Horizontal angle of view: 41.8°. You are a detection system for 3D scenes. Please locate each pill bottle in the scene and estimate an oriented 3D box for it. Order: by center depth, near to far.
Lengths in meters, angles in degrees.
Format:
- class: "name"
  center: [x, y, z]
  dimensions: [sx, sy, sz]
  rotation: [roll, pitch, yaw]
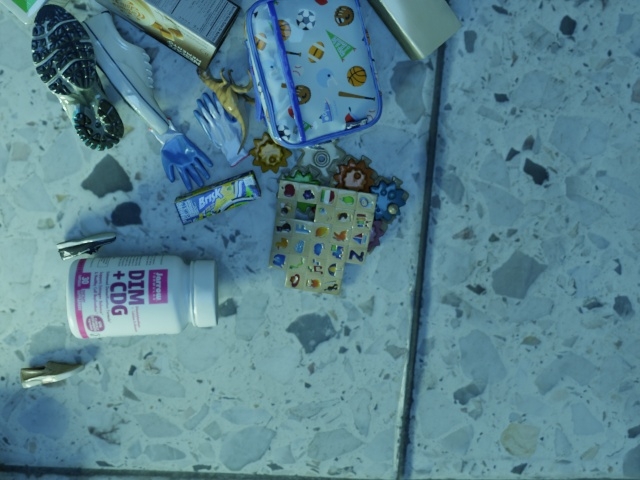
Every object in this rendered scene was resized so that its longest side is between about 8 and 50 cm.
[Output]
- class: "pill bottle"
  center: [-0.349, 0.110, 1.674]
  dimensions: [0.283, 0.160, 0.160]
  rotation: [-3, 103, -4]

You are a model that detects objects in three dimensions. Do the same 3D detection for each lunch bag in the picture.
- class: "lunch bag"
  center: [-0.021, -0.324, 1.601]
  dimensions: [0.243, 0.115, 0.304]
  rotation: [-16, 102, -10]

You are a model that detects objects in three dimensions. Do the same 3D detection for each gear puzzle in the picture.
- class: "gear puzzle"
  center: [0.011, -0.118, 1.703]
  dimensions: [0.339, 0.044, 0.175]
  rotation: [32, 99, -11]

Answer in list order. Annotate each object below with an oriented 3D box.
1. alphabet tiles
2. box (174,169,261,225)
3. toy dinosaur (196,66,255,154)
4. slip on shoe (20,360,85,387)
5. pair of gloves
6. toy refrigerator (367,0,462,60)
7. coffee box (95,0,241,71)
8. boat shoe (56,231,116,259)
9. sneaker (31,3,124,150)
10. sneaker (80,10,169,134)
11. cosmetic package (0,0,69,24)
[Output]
- class: "alphabet tiles"
  center: [0.000, 0.000, 1.723]
  dimensions: [0.198, 0.009, 0.237]
  rotation: [9, 114, -1]
- class: "box"
  center: [-0.206, -0.087, 1.689]
  dimensions: [0.168, 0.059, 0.054]
  rotation: [-19, 105, 1]
- class: "toy dinosaur"
  center: [-0.164, -0.269, 1.640]
  dimensions: [0.112, 0.064, 0.211]
  rotation: [-34, 74, 0]
- class: "slip on shoe"
  center: [-0.564, 0.273, 1.758]
  dimensions: [0.135, 0.051, 0.041]
  rotation: [-14, 92, 6]
- class: "pair of gloves"
  center: [-0.237, -0.200, 1.680]
  dimensions: [0.198, 0.023, 0.159]
  rotation: [-29, 104, 4]
- class: "toy refrigerator"
  center: [0.144, -0.484, 1.605]
  dimensions: [0.102, 0.094, 0.269]
  rotation: [-40, 103, -1]
- class: "coffee box"
  center: [-0.285, -0.438, 1.551]
  dimensions: [0.246, 0.141, 0.098]
  rotation: [32, 77, -11]
- class: "boat shoe"
  center: [-0.472, 0.012, 1.701]
  dimensions: [0.125, 0.046, 0.038]
  rotation: [-12, 104, 2]
- class: "sneaker"
  center: [-0.465, -0.305, 1.556]
  dimensions: [0.110, 0.122, 0.283]
  rotation: [-24, 127, -14]
- class: "sneaker"
  center: [-0.360, -0.323, 1.603]
  dimensions: [0.091, 0.094, 0.258]
  rotation: [-39, 104, -8]
- class: "cosmetic package"
  center: [-0.466, -0.587, 1.506]
  dimensions: [0.197, 0.155, 0.365]
  rotation: [41, 99, -10]
